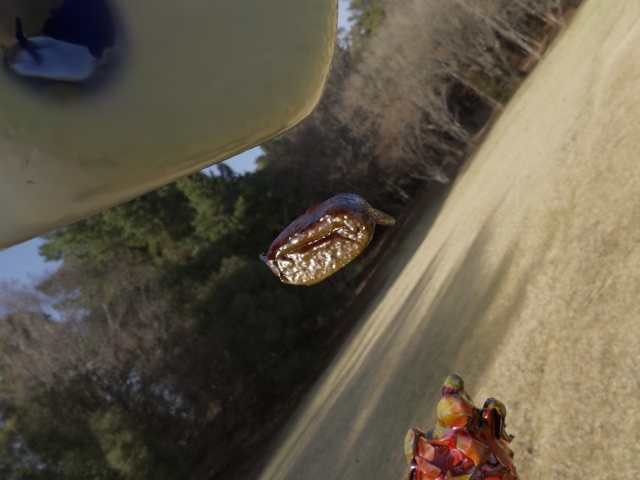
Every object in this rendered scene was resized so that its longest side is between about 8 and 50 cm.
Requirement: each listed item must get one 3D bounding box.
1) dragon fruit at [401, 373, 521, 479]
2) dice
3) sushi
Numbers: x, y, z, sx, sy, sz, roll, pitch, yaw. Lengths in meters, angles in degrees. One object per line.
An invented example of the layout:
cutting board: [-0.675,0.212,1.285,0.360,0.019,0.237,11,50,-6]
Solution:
dragon fruit: [0.152,0.240,0.696,0.150,0.133,0.207,-25,-70,-54]
dice: [-0.188,-0.168,0.432,0.277,0.304,0.304,-30,13,-31]
sushi: [0.000,0.000,0.552,0.120,0.052,0.055,-36,6,21]
